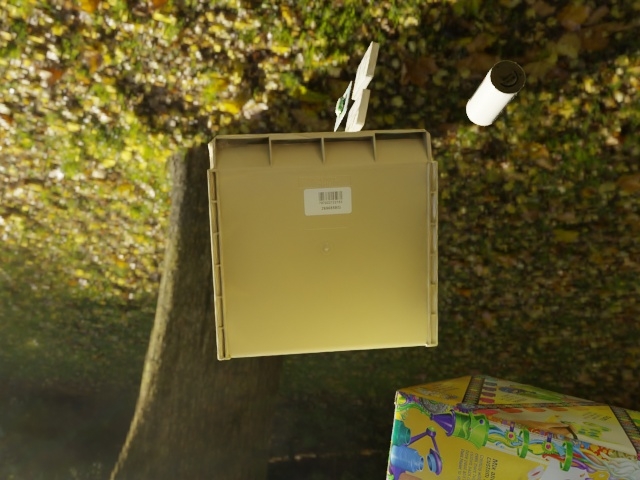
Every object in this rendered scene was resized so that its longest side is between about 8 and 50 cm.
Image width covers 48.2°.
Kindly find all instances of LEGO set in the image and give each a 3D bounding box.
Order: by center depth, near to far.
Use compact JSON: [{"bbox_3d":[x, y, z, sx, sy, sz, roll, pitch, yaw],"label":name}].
[{"bbox_3d":[0.045,-0.132,0.987,0.060,0.183,0.244,14,164,-8],"label":"LEGO set"}]

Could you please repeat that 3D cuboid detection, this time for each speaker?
[{"bbox_3d":[0.272,-0.228,1.117,0.055,0.055,0.136,4,169,-2],"label":"speaker"}]

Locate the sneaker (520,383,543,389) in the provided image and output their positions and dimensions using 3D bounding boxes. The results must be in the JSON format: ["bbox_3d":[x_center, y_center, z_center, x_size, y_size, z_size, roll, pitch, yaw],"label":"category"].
[{"bbox_3d":[0.329,0.323,0.990,0.343,0.134,0.146,35,158,57],"label":"sneaker"}]

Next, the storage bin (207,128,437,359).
[{"bbox_3d":[0.000,0.000,0.864,0.262,0.260,0.123,-2,-170,-5],"label":"storage bin"}]

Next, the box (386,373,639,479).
[{"bbox_3d":[0.210,0.298,0.641,0.279,0.290,0.177,9,-178,38],"label":"box"}]
